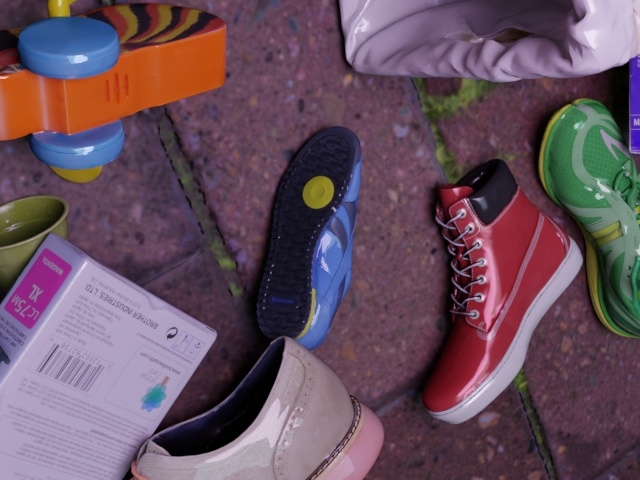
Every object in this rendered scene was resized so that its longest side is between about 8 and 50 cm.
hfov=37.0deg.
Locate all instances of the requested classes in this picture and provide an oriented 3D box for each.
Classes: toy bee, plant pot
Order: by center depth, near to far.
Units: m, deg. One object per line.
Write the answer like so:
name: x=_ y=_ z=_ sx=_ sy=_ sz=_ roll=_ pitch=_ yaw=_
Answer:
toy bee: x=-0.218 y=-0.131 z=0.706 sx=0.298 sy=0.162 sz=0.195 roll=-11 pitch=124 yaw=-57
plant pot: x=-0.229 y=0.018 z=0.765 sx=0.083 sy=0.083 sz=0.079 roll=-26 pitch=123 yaw=-21

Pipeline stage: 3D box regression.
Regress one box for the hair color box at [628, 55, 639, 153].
hair color box: x=0.387 y=-0.268 z=0.967 sx=0.185 sy=0.110 sz=0.338 roll=-23 pitch=111 yaw=-52

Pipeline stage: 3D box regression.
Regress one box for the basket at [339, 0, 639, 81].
basket: x=0.184 y=-0.310 z=0.769 sx=0.266 sy=0.328 sz=0.331 roll=-15 pitch=106 yaw=-26

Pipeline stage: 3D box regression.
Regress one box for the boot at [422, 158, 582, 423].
boot: x=0.142 y=0.045 z=0.953 sx=0.176 sy=0.088 sz=0.244 roll=44 pitch=71 yaw=-26

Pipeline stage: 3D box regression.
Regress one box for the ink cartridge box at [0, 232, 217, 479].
ink cartridge box: x=-0.230 y=0.165 z=0.757 sx=0.311 sy=0.065 sz=0.186 roll=-59 pitch=145 yaw=-8

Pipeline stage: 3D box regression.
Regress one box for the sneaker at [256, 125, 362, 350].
sneaker: x=0.000 y=0.000 z=0.889 sx=0.082 sy=0.069 sz=0.209 roll=24 pitch=78 yaw=-60

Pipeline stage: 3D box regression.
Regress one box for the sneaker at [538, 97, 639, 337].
sneaker: x=0.327 y=-0.021 z=1.010 sx=0.109 sy=0.123 sz=0.295 roll=-35 pitch=113 yaw=-17

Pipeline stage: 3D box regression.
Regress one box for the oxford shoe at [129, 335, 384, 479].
oxford shoe: x=-0.133 y=0.243 z=0.818 sx=0.397 sy=0.140 sz=0.146 roll=-43 pitch=112 yaw=-14
